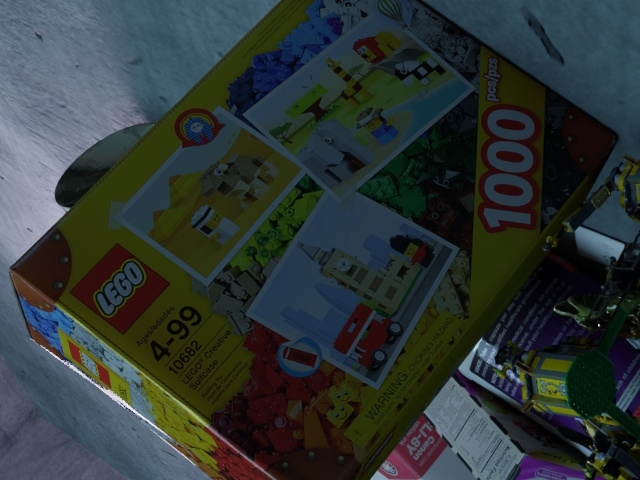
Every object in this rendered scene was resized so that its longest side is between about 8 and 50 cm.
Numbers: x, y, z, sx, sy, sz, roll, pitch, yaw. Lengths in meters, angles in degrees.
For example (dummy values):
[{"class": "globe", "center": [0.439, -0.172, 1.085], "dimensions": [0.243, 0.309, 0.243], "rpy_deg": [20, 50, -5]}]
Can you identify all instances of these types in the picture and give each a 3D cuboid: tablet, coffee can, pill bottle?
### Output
[{"class": "tablet", "center": [0.325, 0.014, 1.459], "dimensions": [0.083, 0.006, 0.054], "rpy_deg": [26, 152, 33]}, {"class": "coffee can", "center": [-0.264, -0.019, 2.056], "dimensions": [0.201, 0.201, 0.275], "rpy_deg": [12, 142, 49]}, {"class": "pill bottle", "center": [0.284, 0.127, 1.496], "dimensions": [0.323, 0.181, 0.181], "rpy_deg": [33, 155, 19]}]

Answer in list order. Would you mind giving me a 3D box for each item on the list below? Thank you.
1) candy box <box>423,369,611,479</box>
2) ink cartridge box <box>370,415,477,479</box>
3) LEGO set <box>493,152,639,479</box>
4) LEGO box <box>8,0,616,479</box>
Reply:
[{"class": "candy box", "center": [0.223, 0.231, 1.539], "dimensions": [0.159, 0.071, 0.233], "rpy_deg": [20, -163, -33]}, {"class": "ink cartridge box", "center": [0.198, 0.384, 2.036], "dimensions": [0.385, 0.160, 0.279], "rpy_deg": [47, 156, -13]}, {"class": "LEGO set", "center": [0.294, 0.081, 1.285], "dimensions": [0.255, 0.331, 0.192], "rpy_deg": [30, 165, -27]}, {"class": "LEGO box", "center": [0.000, 0.000, 1.323], "dimensions": [0.372, 0.500, 0.193], "rpy_deg": [36, 156, 12]}]
